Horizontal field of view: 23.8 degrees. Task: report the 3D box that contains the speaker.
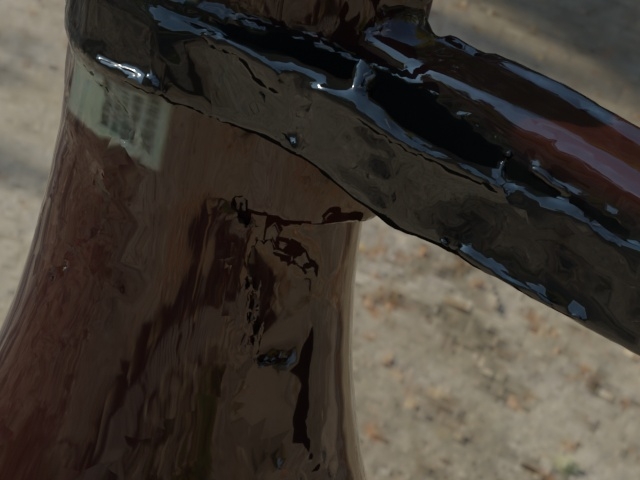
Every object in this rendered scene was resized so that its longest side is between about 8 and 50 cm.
[{"bbox_3d":[-0.022,0.009,0.464,0.198,0.330,0.259,0,35,-23],"label":"speaker"}]
